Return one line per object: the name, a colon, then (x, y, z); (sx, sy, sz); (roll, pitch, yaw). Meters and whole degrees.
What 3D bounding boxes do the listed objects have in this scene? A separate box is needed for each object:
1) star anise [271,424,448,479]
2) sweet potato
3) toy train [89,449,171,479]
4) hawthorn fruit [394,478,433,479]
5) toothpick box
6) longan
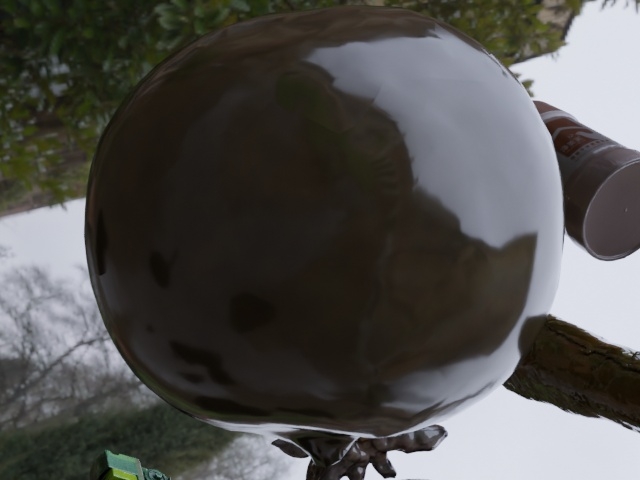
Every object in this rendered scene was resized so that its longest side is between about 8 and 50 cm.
star anise: (0.053, 0.258, 1.164); (0.093, 0.236, 0.229); (-121, -138, -74)
sweet potato: (0.213, 0.104, 0.655); (0.273, 0.075, 0.075); (15, -63, 64)
toy train: (-0.310, 0.446, 1.426); (0.083, 0.132, 0.200); (-59, -150, 8)
hawthorn fruit: (0.148, 0.406, 1.186); (0.193, 0.157, 0.157); (-19, -94, 19)
toothpick box: (0.226, -0.057, 0.773); (0.149, 0.098, 0.099); (-133, -142, -51)
longan: (-0.002, -0.002, 0.536); (0.297, 0.297, 0.297); (37, -45, 49)
